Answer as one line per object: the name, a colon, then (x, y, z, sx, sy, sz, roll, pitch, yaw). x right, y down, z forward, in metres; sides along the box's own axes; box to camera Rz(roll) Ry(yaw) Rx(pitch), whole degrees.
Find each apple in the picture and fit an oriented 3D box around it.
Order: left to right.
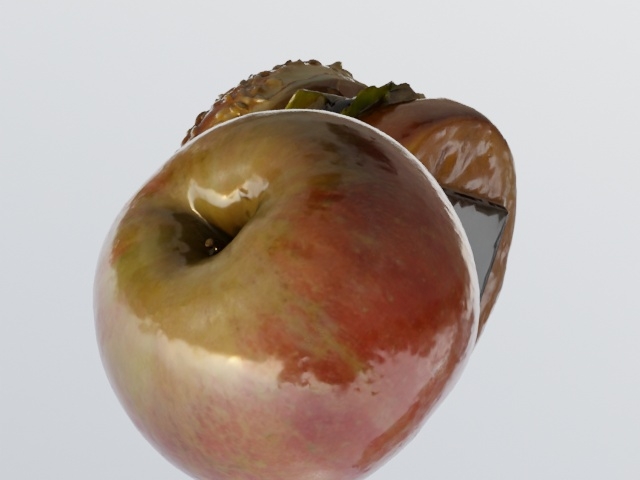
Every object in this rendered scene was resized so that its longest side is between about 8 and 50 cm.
apple: (-0.017, 0.032, 1.001, 0.164, 0.209, 0.209, 54, 177, -38)

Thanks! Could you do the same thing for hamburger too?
hamburger: (0.000, 0.000, 1.511, 0.225, 0.291, 0.291, 24, -158, 33)
